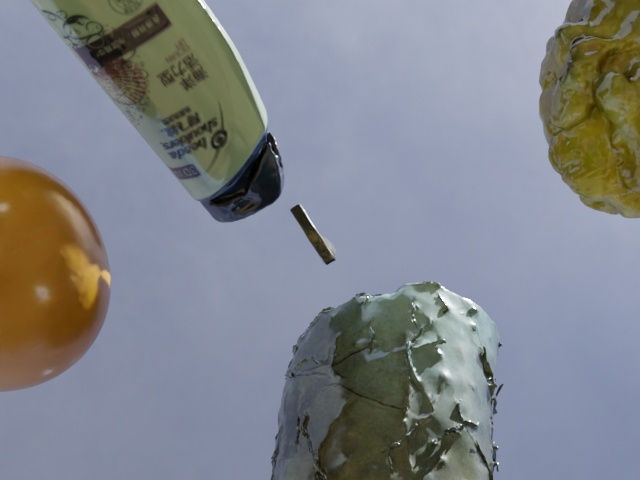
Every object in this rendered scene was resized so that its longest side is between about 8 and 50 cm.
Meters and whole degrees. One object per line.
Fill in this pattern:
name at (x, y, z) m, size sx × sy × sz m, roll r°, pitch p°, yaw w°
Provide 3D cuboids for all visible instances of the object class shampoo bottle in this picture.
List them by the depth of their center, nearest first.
shampoo bottle at (-0.150, -0.172, 0.894) m, size 0.134 × 0.359 × 0.078 m, roll -26°, pitch -145°, yaw 15°

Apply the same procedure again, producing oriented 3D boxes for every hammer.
hammer at (0.000, 0.000, 0.909) m, size 0.013 × 0.199 × 0.062 m, roll -33°, pitch -95°, yaw 2°

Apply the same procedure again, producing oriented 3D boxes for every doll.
doll at (-0.298, 0.042, 0.759) m, size 0.213 × 0.213 × 0.236 m, roll 43°, pitch -142°, yaw 5°

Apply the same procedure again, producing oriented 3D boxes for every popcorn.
popcorn at (0.310, -0.124, 0.766) m, size 0.192 × 0.233 × 0.266 m, roll 18°, pitch -136°, yaw -44°

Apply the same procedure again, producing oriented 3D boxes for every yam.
yam at (0.065, 0.226, 0.863) m, size 0.241 × 0.241 × 0.348 m, roll 17°, pitch -143°, yaw -6°
